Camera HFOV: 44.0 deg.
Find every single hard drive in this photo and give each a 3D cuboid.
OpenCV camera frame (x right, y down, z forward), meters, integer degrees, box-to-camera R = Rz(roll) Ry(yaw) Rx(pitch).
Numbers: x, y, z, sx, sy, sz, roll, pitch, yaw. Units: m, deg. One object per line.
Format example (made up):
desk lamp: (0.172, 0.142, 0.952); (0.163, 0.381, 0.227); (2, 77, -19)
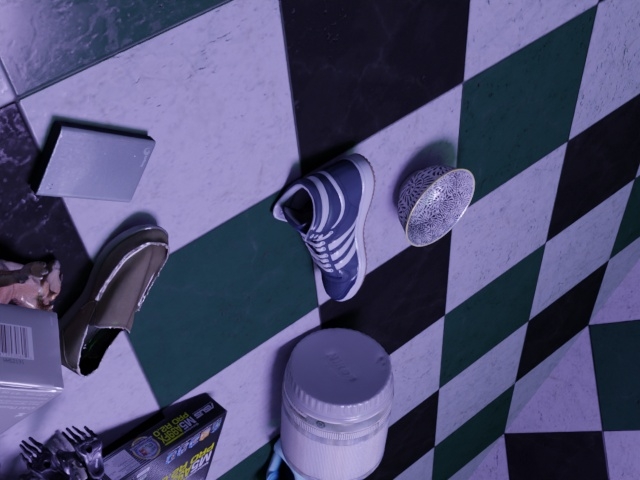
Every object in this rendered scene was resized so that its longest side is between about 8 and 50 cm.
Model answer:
hard drive: (-0.279, -0.095, 0.980); (0.135, 0.022, 0.094); (3, 123, -49)

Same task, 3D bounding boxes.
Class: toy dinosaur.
toy dinosaur: (-0.428, 0.081, 0.920); (0.296, 0.127, 0.200); (-14, 143, -30)

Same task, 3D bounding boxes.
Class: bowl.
bowl: (0.197, -0.079, 1.465); (0.170, 0.080, 0.170); (-28, 142, -25)

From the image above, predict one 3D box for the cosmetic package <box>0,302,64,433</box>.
cosmetic package: (-0.395, 0.158, 0.853); (0.127, 0.107, 0.238); (16, 137, -44)

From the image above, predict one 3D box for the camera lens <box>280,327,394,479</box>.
camera lens: (0.030, 0.339, 1.587); (0.219, 0.219, 0.274); (-25, 138, -29)

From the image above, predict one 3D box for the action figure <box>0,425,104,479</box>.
action figure: (-0.424, 0.371, 1.207); (0.164, 0.141, 0.275); (-19, 155, -46)

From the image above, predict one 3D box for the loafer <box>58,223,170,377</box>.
loafer: (-0.283, 0.090, 1.108); (0.251, 0.087, 0.094); (-54, 146, 12)

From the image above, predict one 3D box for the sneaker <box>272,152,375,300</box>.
sneaker: (0.000, 0.000, 1.312); (0.153, 0.099, 0.282); (-24, 134, -37)

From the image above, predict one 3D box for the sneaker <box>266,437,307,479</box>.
sneaker: (-0.071, 0.562, 1.805); (0.150, 0.135, 0.365); (-19, 127, -33)

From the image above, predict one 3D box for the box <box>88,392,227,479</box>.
box: (-0.296, 0.419, 1.410); (0.270, 0.060, 0.216); (-26, 143, -49)
